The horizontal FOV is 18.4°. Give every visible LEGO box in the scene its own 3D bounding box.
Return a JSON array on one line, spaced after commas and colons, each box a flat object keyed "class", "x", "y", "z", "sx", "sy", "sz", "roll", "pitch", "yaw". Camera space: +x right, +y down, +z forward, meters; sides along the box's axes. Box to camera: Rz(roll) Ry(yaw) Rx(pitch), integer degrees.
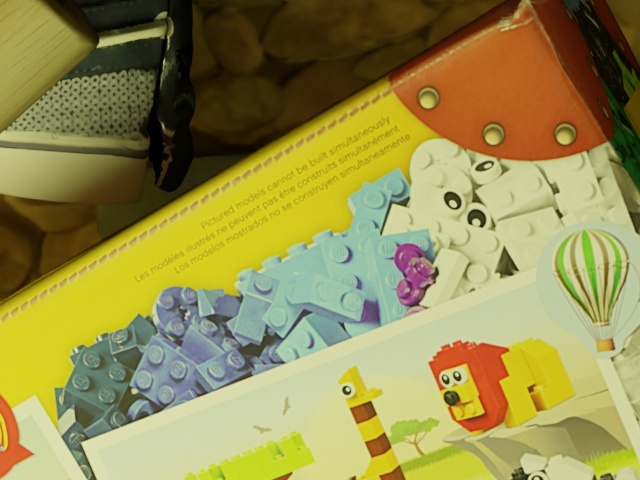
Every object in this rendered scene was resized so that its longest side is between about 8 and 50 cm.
[{"class": "LEGO box", "x": -0.020, "y": 0.170, "z": 0.847, "sx": 0.500, "sy": 0.193, "sz": 0.372, "roll": -30, "pitch": 93, "yaw": 18}]

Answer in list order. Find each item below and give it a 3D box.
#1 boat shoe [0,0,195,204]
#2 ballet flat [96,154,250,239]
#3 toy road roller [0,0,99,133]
[{"class": "boat shoe", "x": -0.213, "y": -0.112, "z": 0.820, "sx": 0.340, "sy": 0.127, "sz": 0.158, "roll": 2, "pitch": 120, "yaw": -17}, {"class": "ballet flat", "x": 0.000, "y": 0.000, "z": 0.945, "sx": 0.213, "sy": 0.068, "sz": 0.072, "roll": 0, "pitch": 126, "yaw": -6}, {"class": "toy road roller", "x": -0.183, "y": -0.079, "z": 0.595, "sx": 0.202, "sy": 0.240, "sz": 0.329, "roll": -42, "pitch": 142, "yaw": 5}]
